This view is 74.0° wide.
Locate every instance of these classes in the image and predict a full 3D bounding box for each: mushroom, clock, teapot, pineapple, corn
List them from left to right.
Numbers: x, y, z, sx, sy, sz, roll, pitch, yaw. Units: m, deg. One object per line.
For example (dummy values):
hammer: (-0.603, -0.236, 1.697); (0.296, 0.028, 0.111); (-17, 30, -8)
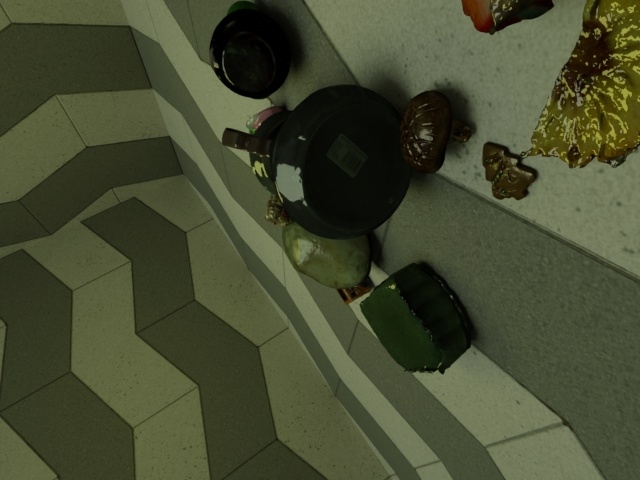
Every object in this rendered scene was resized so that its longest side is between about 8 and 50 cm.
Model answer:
clock: (-0.123, -0.257, 1.177); (0.196, 0.100, 0.194); (66, 164, -9)
corn: (-0.072, -0.148, 1.045); (0.079, 0.237, 0.079); (15, 162, 5)
teapot: (-0.024, -0.156, 0.808); (0.344, 0.299, 0.254); (30, 107, 64)
mushroom: (0.004, 0.000, 1.071); (0.189, 0.163, 0.267); (-39, 65, 59)
mushroom: (0.158, -0.158, 0.628); (0.109, 0.084, 0.126); (45, 150, 39)
pineapple: (0.279, -0.139, 0.366); (0.135, 0.079, 0.233); (45, 156, 31)

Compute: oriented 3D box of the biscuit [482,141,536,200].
biscuit: (0.253, -0.096, 0.587); (0.092, 0.016, 0.082); (58, 161, 2)

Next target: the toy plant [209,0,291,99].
toy plant: (-0.153, -0.410, 0.952); (0.235, 0.175, 0.218); (-99, 2, -56)

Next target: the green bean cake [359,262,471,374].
green bean cake: (0.208, 0.177, 0.933); (0.223, 0.124, 0.227); (58, 159, 11)

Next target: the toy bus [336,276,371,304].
toy bus: (0.059, 0.081, 1.215); (0.195, 0.088, 0.083); (58, 160, 9)

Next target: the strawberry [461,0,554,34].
strawberry: (0.166, -0.315, 0.370); (0.190, 0.111, 0.237); (43, -151, -70)
